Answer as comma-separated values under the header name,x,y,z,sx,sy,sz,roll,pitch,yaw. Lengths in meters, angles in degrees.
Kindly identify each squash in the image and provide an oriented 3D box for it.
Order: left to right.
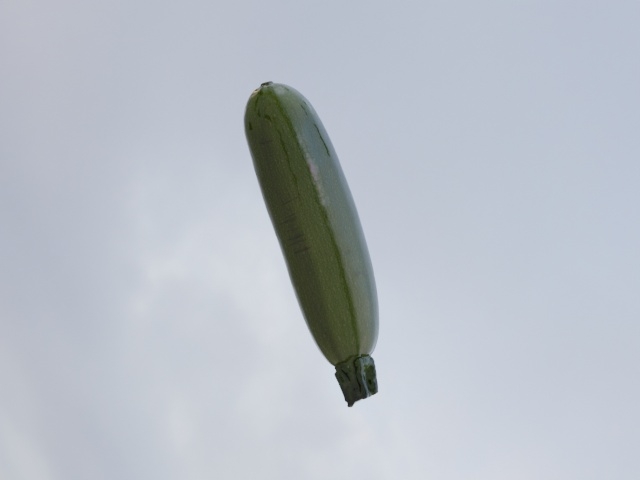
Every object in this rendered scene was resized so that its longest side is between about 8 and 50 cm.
name,x,y,z,sx,sy,sz,roll,pitch,yaw
squash,0.000,0.000,0.827,0.066,0.066,0.252,11,-60,63
